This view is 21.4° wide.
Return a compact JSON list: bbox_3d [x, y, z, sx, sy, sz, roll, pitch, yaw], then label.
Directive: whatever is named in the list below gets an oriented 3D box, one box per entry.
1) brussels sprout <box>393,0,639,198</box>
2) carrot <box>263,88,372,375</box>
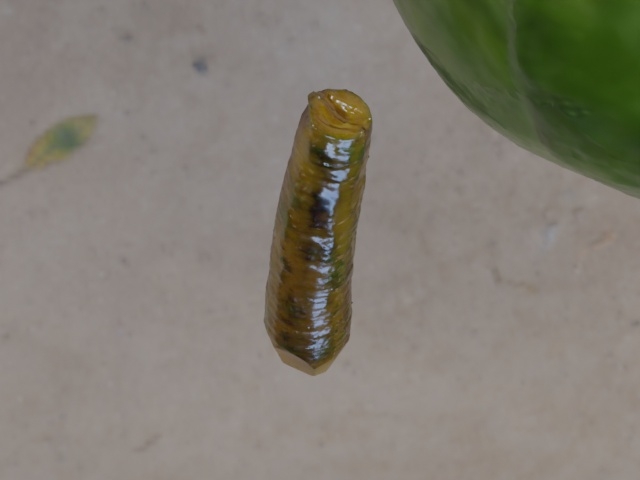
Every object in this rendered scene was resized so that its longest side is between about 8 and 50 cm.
[{"bbox_3d":[0.121,-0.123,0.494,0.244,0.244,0.244,-8,140,-6],"label":"brussels sprout"},{"bbox_3d":[0.000,0.000,0.731,0.042,0.042,0.171,-4,142,-11],"label":"carrot"}]
